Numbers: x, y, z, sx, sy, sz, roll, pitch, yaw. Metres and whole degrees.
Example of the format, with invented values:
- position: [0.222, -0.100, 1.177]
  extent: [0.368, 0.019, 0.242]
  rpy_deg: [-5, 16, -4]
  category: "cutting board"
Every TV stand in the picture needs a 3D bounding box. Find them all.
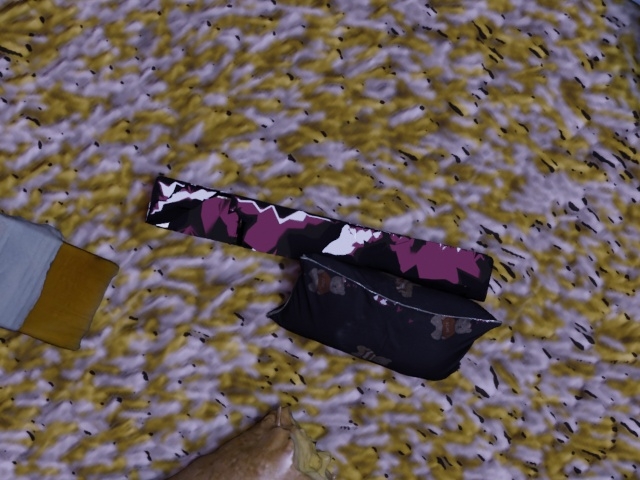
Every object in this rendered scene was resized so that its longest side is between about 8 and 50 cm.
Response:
- position: [0.000, 0.000, 1.092]
  extent: [0.249, 0.042, 0.036]
  rpy_deg: [13, 88, -8]
  category: "TV stand"

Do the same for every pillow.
- position: [0.043, 0.056, 1.078]
  extent: [0.150, 0.048, 0.090]
  rpy_deg: [19, 130, -9]
  category: "pillow"

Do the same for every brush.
- position: [-0.263, -0.003, 0.965]
  extent: [0.336, 0.020, 0.085]
  rpy_deg: [27, 90, -47]
  category: "brush"

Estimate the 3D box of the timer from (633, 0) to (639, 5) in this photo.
- position: [0.285, -0.187, 1.090]
  extent: [0.175, 0.175, 0.255]
  rpy_deg: [-26, 66, -6]
  category: "timer"

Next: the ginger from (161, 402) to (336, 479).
- position: [-0.121, 0.297, 1.070]
  extent: [0.236, 0.166, 0.376]
  rpy_deg: [1, 64, 26]
  category: "ginger"
